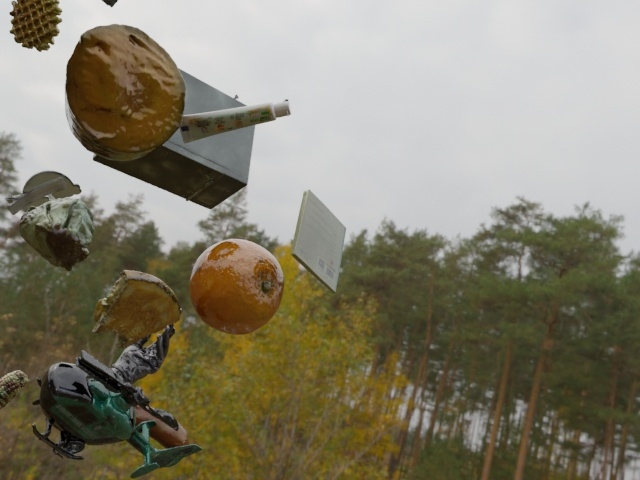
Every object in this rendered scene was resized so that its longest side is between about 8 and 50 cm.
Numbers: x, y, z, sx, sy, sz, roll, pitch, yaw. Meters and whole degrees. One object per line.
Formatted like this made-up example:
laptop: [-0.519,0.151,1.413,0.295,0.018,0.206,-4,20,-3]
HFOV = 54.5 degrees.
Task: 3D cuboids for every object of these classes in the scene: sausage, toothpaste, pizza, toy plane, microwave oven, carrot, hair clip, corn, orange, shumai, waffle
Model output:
sausage: [-0.513,0.522,1.773,0.302,0.102,0.076,22,-5,-16]
toothpaste: [-0.237,-0.333,1.713,0.315,0.058,0.056,-10,-19,6]
pizza: [-0.520,0.189,1.729,0.089,0.223,0.323,48,-7,29]
toy plane: [-0.345,0.299,1.032,0.155,0.106,0.381,-23,-49,3]
microwave oven: [-0.458,-0.353,2.022,0.432,0.374,0.236,24,-33,-34]
carrot: [-0.414,-0.296,1.312,0.242,0.241,0.341,22,-10,-22]
hair clip: [-0.881,-0.152,1.968,0.054,0.220,0.140,47,-22,36]
corn: [-1.035,0.503,1.950,0.086,0.253,0.086,42,-20,18]
orange: [-0.265,0.147,1.977,0.313,0.311,0.312,14,-16,4]
shumai: [-0.632,-0.010,1.455,0.184,0.184,0.142,16,8,-1]
waffle: [-0.833,-0.645,1.819,0.191,0.190,0.038,10,9,18]

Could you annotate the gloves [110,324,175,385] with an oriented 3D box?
gloves: [-0.559,0.360,1.937,0.142,0.285,0.119,27,-39,24]

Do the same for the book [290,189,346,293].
book: [0.000,0.000,1.941,0.025,0.282,0.215,-24,-54,32]

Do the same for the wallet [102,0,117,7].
wallet: [-0.573,-0.744,1.716,0.111,0.166,0.030,40,17,-4]
